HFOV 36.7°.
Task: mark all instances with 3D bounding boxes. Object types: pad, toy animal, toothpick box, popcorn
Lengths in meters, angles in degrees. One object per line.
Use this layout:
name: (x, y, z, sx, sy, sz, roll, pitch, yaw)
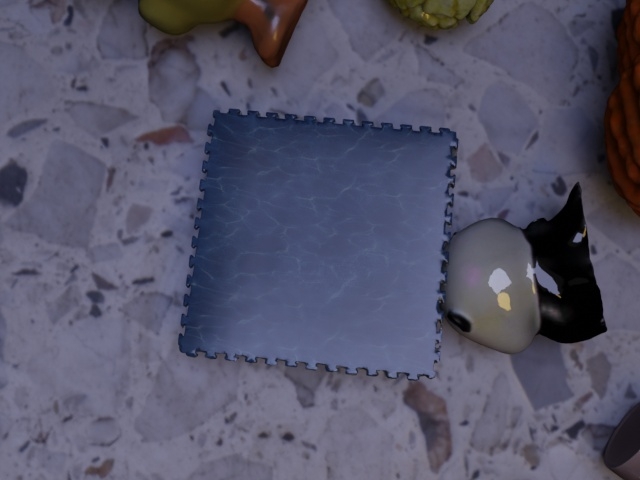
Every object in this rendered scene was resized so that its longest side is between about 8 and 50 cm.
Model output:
pad: (0.000, 0.000, 0.986, 0.269, 0.012, 0.269, 4, 79, 3)
toy animal: (0.209, 0.034, 1.023, 0.179, 0.138, 0.166, -10, 62, 0)
toothpick box: (0.390, 0.245, 1.020, 0.149, 0.098, 0.098, 37, 79, 1)
popcorn: (0.129, -0.303, 1.056, 0.135, 0.162, 0.141, 2, 107, -9)
toy animal: (-0.153, -0.335, 0.998, 0.338, 0.191, 0.216, 25, 85, -4)

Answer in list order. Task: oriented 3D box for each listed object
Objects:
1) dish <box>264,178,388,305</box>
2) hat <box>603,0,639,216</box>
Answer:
dish: (0.031, 0.034, 1.022, 0.190, 0.066, 0.191, 0, 81, 0)
hat: (0.423, -0.231, 1.023, 0.285, 0.285, 0.400, -10, 79, -8)
